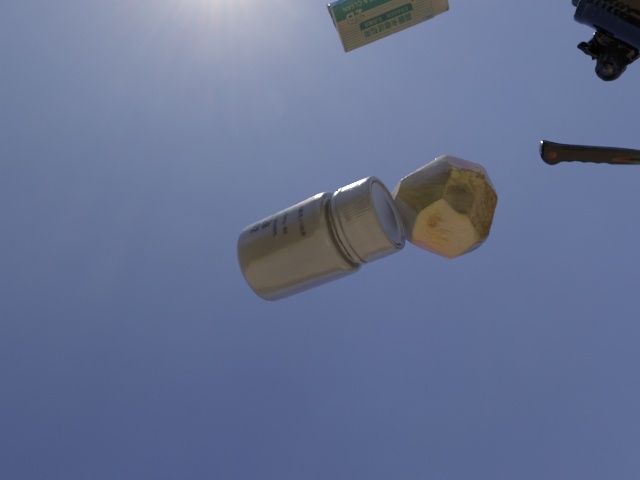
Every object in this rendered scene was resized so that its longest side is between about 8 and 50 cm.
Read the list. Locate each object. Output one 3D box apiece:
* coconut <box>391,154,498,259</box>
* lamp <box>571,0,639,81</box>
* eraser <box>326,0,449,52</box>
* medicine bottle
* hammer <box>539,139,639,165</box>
[{"bbox_3d":[0.265,-0.081,1.252,0.236,0.197,0.237,5,-41,4],"label":"coconut"},{"bbox_3d":[0.730,-0.568,1.315,0.272,0.374,0.205,48,-124,2],"label":"lamp"},{"bbox_3d":[0.134,-0.462,1.139,0.225,0.052,0.096,-21,-59,4],"label":"eraser"},{"bbox_3d":[0.000,0.000,0.930,0.252,0.144,0.144,-21,-59,27],"label":"medicine bottle"},{"bbox_3d":[0.474,-0.122,0.847,0.287,0.033,0.111,4,-57,11],"label":"hammer"}]
